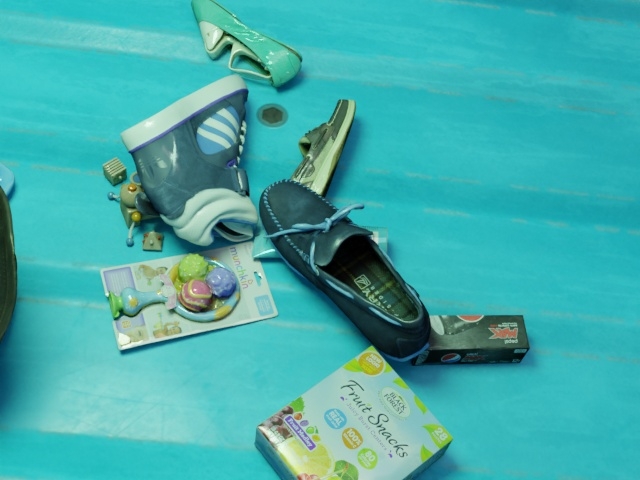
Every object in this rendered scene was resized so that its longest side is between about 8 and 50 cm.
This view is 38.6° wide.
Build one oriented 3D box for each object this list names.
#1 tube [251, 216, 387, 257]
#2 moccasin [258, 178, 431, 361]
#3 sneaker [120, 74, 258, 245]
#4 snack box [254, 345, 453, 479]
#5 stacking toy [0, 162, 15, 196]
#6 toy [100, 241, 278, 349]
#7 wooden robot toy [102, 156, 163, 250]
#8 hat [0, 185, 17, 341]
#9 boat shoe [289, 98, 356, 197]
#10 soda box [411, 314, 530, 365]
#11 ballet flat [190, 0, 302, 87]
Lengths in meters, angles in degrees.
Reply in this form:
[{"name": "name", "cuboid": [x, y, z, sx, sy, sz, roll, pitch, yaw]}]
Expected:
[{"name": "tube", "cuboid": [0.000, 0.000, 1.413, 0.207, 0.052, 0.080, 4, 46, 0]}, {"name": "moccasin", "cuboid": [0.043, 0.016, 1.310, 0.137, 0.117, 0.342, -40, 67, -22]}, {"name": "sneaker", "cuboid": [-0.165, -0.113, 1.437, 0.236, 0.130, 0.323, 61, 29, -10]}, {"name": "snack box", "cuboid": [0.044, 0.269, 1.230, 0.207, 0.070, 0.174, -32, 66, -27]}, {"name": "stacking toy", "cuboid": [-0.554, -0.148, 1.276, 0.175, 0.302, 0.166, 22, 57, 7]}, {"name": "toy", "cuboid": [-0.192, 0.067, 1.336, 0.237, 0.056, 0.137, -12, 61, -15]}, {"name": "wooden robot toy", "cuboid": [-0.281, -0.069, 1.397, 0.076, 0.079, 0.173, -18, 62, -18]}, {"name": "hat", "cuboid": [-0.487, 0.070, 1.222, 0.331, 0.134, 0.332, -5, 77, 24]}, {"name": "boat shoe", "cuboid": [-0.001, -0.150, 1.488, 0.073, 0.080, 0.224, 20, 61, -1]}, {"name": "soda box", "cuboid": [0.216, 0.146, 1.344, 0.168, 0.053, 0.060, 0, 57, -8]}, {"name": "ballet flat", "cuboid": [-0.149, -0.344, 1.595, 0.247, 0.083, 0.087, 33, 73, 15]}]
